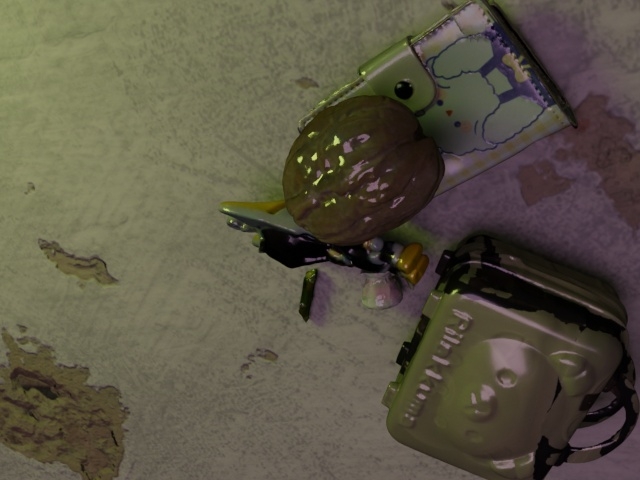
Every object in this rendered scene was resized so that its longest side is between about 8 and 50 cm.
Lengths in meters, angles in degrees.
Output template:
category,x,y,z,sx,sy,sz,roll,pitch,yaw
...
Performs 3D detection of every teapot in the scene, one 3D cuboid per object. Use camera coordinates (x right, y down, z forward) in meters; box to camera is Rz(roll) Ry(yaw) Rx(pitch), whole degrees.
category,x,y,z,sx,sy,sz,roll,pitch,yaw
teapot,0.101,0.066,1.303,0.083,0.064,0.064,-14,109,-8

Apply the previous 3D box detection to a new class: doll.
category,x,y,z,sx,sy,sz,roll,pitch,yaw
doll,-0.001,-0.002,1.247,0.317,0.145,0.103,15,99,23

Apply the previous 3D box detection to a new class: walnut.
category,x,y,z,sx,sy,sz,roll,pitch,yaw
walnut,0.043,-0.085,1.080,0.178,0.178,0.230,47,126,-10

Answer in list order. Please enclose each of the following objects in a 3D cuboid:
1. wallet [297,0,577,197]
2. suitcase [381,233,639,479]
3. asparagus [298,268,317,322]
category,x,y,z,sx,sy,sz,roll,pitch,yaw
wallet,0.149,-0.165,1.134,0.310,0.077,0.223,-30,108,30
suitcase,0.287,0.195,1.221,0.339,0.194,0.351,22,124,5
asparagus,-0.022,0.092,1.380,0.021,0.025,0.108,12,123,3
